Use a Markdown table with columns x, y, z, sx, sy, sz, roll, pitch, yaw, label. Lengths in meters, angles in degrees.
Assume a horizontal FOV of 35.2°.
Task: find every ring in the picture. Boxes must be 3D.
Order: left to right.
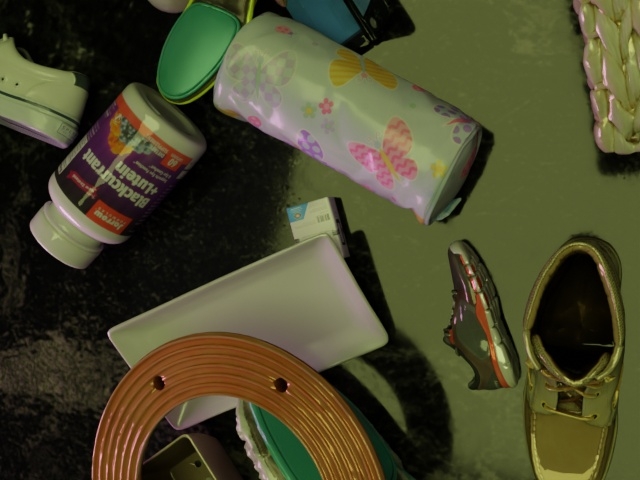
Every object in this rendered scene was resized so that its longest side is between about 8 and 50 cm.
| x | y | z | sx | sy | sz | roll | pitch | yaw | label |
| --- | --- | --- | --- | --- | --- | --- | --- | --- | --- |
| -0.080 | 0.252 | 0.964 | 0.336 | 0.032 | 0.337 | 4 | 98 | 28 | ring |

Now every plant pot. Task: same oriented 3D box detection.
| x | y | z | sx | sy | sz | roll | pitch | yaw | label |
| --- | --- | --- | --- | --- | --- | --- | --- | --- | --- |
| -0.137 | 0.270 | 1.079 | 0.109 | 0.096 | 0.109 | -36 | 82 | 13 | plant pot |

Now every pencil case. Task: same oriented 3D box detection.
| x | y | z | sx | sy | sz | roll | pitch | yaw | label |
| --- | --- | --- | --- | --- | --- | --- | --- | --- | --- |
| 0.025 | -0.122 | 1.012 | 0.273 | 0.113 | 0.124 | 29 | 127 | 13 | pencil case |

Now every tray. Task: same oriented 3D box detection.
| x | y | z | sx | sy | sz | roll | pitch | yaw | label |
| --- | --- | --- | --- | --- | --- | --- | --- | --- | --- |
| -0.076 | 0.096 | 1.070 | 0.270 | 0.030 | 0.145 | -24 | 110 | 16 | tray |

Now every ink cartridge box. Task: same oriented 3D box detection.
| x | y | z | sx | sy | sz | roll | pitch | yaw | label |
| --- | --- | --- | --- | --- | --- | --- | --- | --- | --- |
| 0.000 | 0.000 | 1.067 | 0.048 | 0.028 | 0.083 | -15 | 87 | 15 | ink cartridge box |

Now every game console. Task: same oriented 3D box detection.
| x | y | z | sx | sy | sz | roll | pitch | yaw | label |
| --- | --- | --- | --- | --- | --- | --- | --- | --- | --- |
| 0.008 | -0.251 | 1.038 | 0.071 | 0.107 | 0.122 | -30 | 83 | -14 | game console |

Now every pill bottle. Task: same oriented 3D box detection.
| x | y | z | sx | sy | sz | roll | pitch | yaw | label |
| --- | --- | --- | --- | --- | --- | --- | --- | --- | --- |
| -0.222 | -0.065 | 1.086 | 0.108 | 0.108 | 0.193 | 45 | 102 | 10 | pill bottle |

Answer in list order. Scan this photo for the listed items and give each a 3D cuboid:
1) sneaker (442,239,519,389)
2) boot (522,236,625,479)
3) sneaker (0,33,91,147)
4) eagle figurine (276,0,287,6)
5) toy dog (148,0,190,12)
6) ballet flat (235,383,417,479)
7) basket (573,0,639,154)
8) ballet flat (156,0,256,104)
| x | y | z | sx | sy | sz | roll | pitch | yaw | label |
| --- | --- | --- | --- | --- | --- | --- | --- | --- | --- |
| 0.147 | 0.080 | 1.015 | 0.064 | 0.061 | 0.158 | -19 | 86 | 22 | sneaker |
| 0.229 | 0.127 | 0.916 | 0.095 | 0.203 | 0.262 | 8 | 92 | 16 | boot |
| -0.374 | -0.189 | 1.146 | 0.258 | 0.094 | 0.091 | 23 | 79 | 9 | sneaker |
| 0.013 | -0.367 | 0.910 | 0.225 | 0.226 | 0.298 | 35 | 79 | -17 | eagle figurine |
| -0.244 | -0.401 | 1.055 | 0.333 | 0.161 | 0.220 | 34 | 100 | 12 | toy dog |
| 0.048 | 0.300 | 1.018 | 0.409 | 0.147 | 0.147 | 44 | 102 | 11 | ballet flat |
| 0.321 | -0.267 | 0.771 | 0.266 | 0.331 | 0.328 | -9 | 116 | 18 | basket |
| -0.097 | -0.246 | 1.061 | 0.077 | 0.077 | 0.231 | 28 | 100 | 12 | ballet flat |
